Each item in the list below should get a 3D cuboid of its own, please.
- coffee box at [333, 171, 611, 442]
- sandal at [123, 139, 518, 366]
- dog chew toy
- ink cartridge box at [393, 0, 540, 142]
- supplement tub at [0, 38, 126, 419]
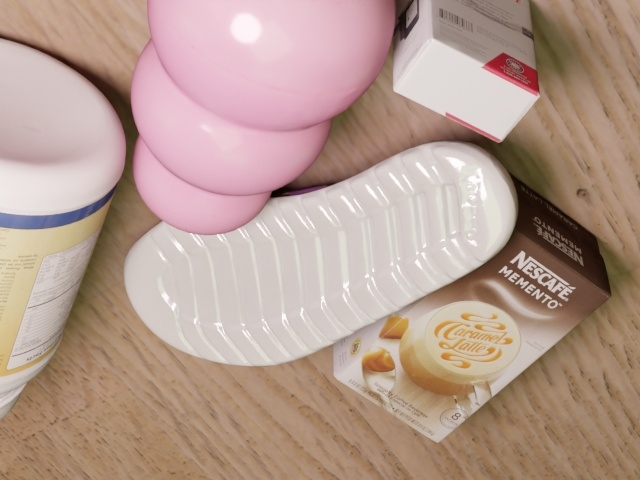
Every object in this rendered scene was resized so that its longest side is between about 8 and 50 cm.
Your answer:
[{"bbox_3d":[0.142,0.066,1.602,0.141,0.098,0.246,33,120,-22],"label":"coffee box"},{"bbox_3d":[0.005,0.015,1.555,0.416,0.102,0.169,-15,100,27],"label":"sandal"},{"bbox_3d":[-0.069,-0.135,1.406,0.207,0.206,0.332,17,133,-12],"label":"dog chew toy"},{"bbox_3d":[0.122,-0.169,1.402,0.109,0.150,0.063,24,126,-16],"label":"ink cartridge box"},{"bbox_3d":[-0.323,-0.001,1.476,0.228,0.228,0.316,17,124,-12],"label":"supplement tub"}]
